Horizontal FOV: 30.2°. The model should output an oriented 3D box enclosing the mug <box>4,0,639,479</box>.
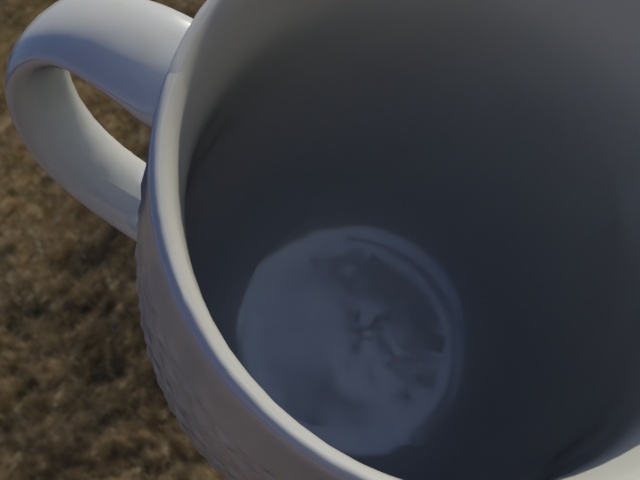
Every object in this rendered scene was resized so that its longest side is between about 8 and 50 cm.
[{"bbox_3d":[0.000,0.000,0.627,0.276,0.374,0.328,-59,0,-20],"label":"mug"}]
